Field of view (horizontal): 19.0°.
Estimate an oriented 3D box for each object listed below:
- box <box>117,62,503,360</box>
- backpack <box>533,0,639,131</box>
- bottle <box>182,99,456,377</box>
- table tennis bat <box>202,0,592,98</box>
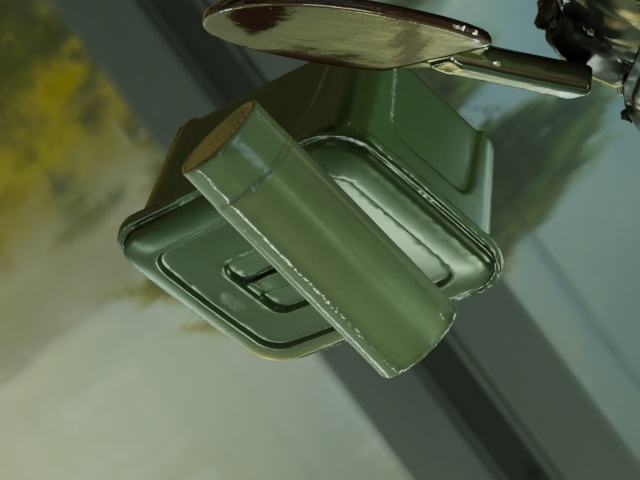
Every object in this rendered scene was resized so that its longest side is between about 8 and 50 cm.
[{"bbox_3d":[-0.004,-0.040,1.831,0.328,0.252,0.178,-24,-139,37],"label":"box"},{"bbox_3d":[0.261,-0.222,1.171,0.363,0.445,0.255,-18,-129,37],"label":"backpack"},{"bbox_3d":[0.000,0.000,1.288,0.072,0.201,0.072,-41,-166,13],"label":"bottle"},{"bbox_3d":[0.056,-0.121,1.197,0.274,0.021,0.154,8,173,-31],"label":"table tennis bat"}]
